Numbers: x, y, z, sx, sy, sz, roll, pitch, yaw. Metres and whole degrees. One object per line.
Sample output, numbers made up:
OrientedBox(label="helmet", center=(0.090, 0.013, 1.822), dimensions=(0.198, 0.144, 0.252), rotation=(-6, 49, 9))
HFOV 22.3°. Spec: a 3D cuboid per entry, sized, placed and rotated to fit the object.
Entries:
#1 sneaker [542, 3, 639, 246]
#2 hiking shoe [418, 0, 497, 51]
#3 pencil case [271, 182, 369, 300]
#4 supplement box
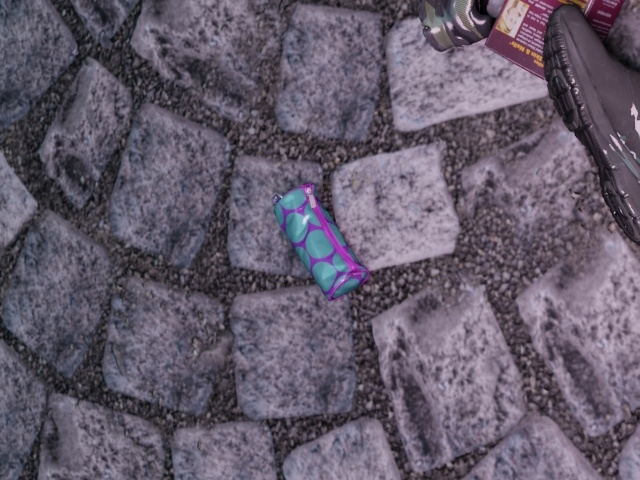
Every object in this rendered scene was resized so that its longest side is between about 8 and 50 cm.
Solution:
OrientedBox(label="sneaker", center=(0.339, -0.136, 1.781), dimensions=(0.130, 0.109, 0.286), rotation=(-28, 97, -4))
OrientedBox(label="hiking shoe", center=(0.176, -0.342, 1.941), dimensions=(0.114, 0.086, 0.227), rotation=(-3, 93, 20))
OrientedBox(label="pencil case", center=(0.000, 0.000, 2.052), dimensions=(0.152, 0.064, 0.070), rotation=(58, 143, 20))
OrientedBox(label="supplement box", center=(0.282, -0.280, 1.857), dimensions=(0.104, 0.080, 0.188), rotation=(33, 107, 29))
